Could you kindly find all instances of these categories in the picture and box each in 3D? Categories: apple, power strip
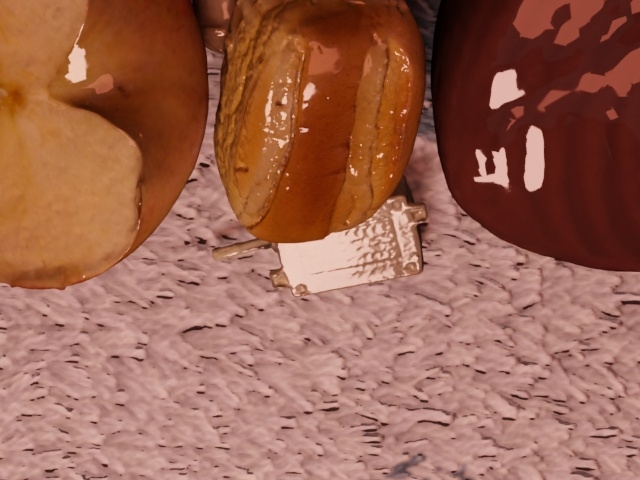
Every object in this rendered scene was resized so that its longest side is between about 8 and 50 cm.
[{"bbox_3d":[-0.196,-0.126,1.392,0.251,0.163,0.293,-4,109,34],"label":"apple"},{"bbox_3d":[0.000,0.000,1.534,0.175,0.042,0.075,-10,119,7],"label":"power strip"}]

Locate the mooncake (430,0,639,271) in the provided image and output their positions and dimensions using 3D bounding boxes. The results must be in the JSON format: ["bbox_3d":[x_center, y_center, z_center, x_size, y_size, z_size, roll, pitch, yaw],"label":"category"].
[{"bbox_3d":[0.231,-0.123,1.395,0.326,0.174,0.334,-33,113,15],"label":"mooncake"}]

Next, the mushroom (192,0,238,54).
[{"bbox_3d":[-0.072,-0.224,1.377,0.081,0.092,0.223,-7,137,0],"label":"mushroom"}]

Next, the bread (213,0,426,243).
[{"bbox_3d":[-0.001,-0.095,1.402,0.140,0.106,0.236,-11,143,-17],"label":"bread"}]
